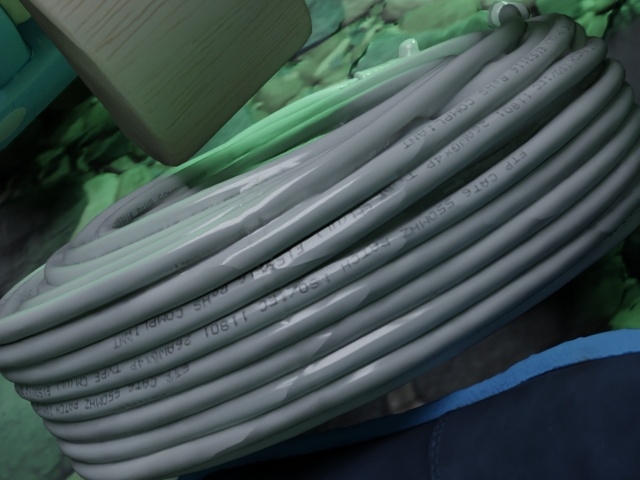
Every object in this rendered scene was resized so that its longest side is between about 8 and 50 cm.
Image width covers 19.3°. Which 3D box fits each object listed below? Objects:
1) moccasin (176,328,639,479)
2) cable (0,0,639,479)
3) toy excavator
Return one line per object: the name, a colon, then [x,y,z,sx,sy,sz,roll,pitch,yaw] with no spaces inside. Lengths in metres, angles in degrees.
moccasin: [0.076,0.115,0.595,0.342,0.137,0.117,-25,48,47]
cable: [0.000,0.000,0.704,0.257,0.089,0.257,-28,8,-1]
toy excavator: [-0.183,-0.162,0.908,0.433,0.445,0.222,43,84,11]
